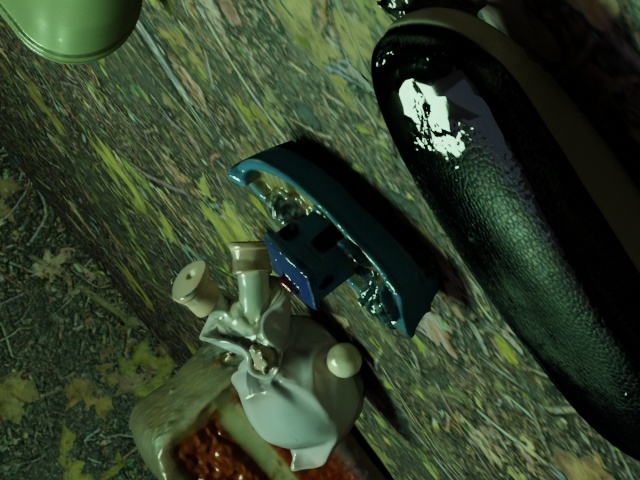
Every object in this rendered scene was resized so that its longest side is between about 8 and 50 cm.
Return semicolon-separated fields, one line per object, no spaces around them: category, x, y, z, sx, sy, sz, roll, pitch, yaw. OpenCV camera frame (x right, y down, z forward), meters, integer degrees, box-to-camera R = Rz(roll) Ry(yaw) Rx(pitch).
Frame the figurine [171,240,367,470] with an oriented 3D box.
figurine;-0.048;0.122;1.610;0.200;0.133;0.276;4;133;51

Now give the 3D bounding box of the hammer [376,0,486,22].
hammer;0.021;-0.208;0.713;0.125;0.027;0.297;44;165;34

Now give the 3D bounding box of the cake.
cake;-0.078;0.289;1.962;0.309;0.237;0.230;53;171;-12

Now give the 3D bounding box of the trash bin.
trash bin;-0.237;-0.284;1.217;0.243;0.121;0.247;51;164;3

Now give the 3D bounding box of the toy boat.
toy boat;0.000;0.000;1.195;0.223;0.097;0.100;43;161;34

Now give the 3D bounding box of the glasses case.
glasses case;0.131;0.010;0.788;0.314;0.075;0.122;53;161;-21
